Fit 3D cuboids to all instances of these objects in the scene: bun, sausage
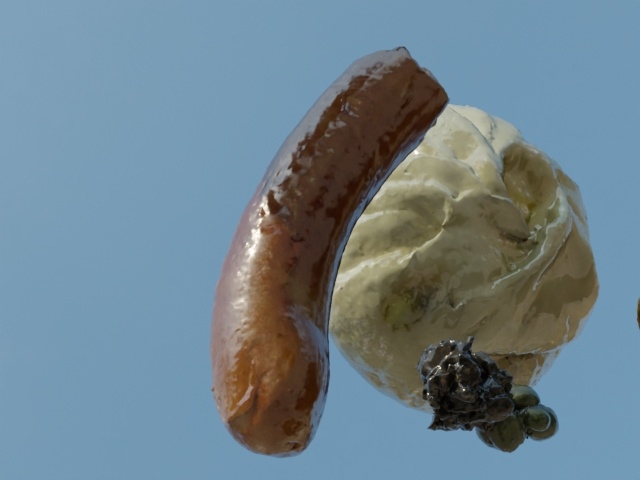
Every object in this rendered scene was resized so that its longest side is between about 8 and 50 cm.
[{"bbox_3d":[0.166,0.016,1.448,0.365,0.219,0.365,9,-107,-29],"label":"bun"},{"bbox_3d":[-0.005,0.000,0.866,0.103,0.302,0.076,16,-25,16],"label":"sausage"}]

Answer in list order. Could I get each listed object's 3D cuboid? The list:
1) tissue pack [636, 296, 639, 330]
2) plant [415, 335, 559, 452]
[{"bbox_3d":[0.421,0.068,0.715,0.228,0.382,0.293,-47,-66,-27],"label":"tissue pack"},{"bbox_3d":[0.143,0.140,1.113,0.174,0.085,0.087,33,-99,-42],"label":"plant"}]
